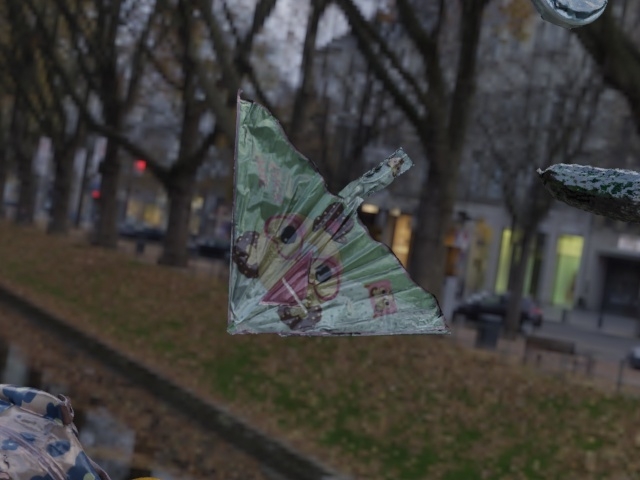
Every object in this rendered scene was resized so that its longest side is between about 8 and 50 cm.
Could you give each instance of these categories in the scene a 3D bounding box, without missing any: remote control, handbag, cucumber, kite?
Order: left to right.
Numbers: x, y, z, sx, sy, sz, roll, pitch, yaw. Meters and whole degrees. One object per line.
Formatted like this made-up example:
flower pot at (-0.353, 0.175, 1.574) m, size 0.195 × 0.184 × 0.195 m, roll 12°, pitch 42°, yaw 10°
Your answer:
handbag at (-0.330, 0.295, 1.700) m, size 0.193 × 0.190 × 0.251 m, roll -6°, pitch -55°, yaw 52°
kite at (0.000, 0.000, 1.418) m, size 0.323 × 0.268 × 0.013 m, roll 47°, pitch -22°, yaw -10°
remote control at (0.274, -0.377, 1.846) m, size 0.104 × 0.247 × 0.052 m, roll -30°, pitch -4°, yaw -28°
cucumber at (0.396, -0.051, 1.776) m, size 0.293 × 0.067 × 0.067 m, roll 11°, pitch 1°, yaw 29°

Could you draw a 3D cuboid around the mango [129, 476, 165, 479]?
mango at (-0.231, 0.409, 1.910) m, size 0.160 × 0.191 × 0.290 m, roll 2°, pitch -32°, yaw -16°
